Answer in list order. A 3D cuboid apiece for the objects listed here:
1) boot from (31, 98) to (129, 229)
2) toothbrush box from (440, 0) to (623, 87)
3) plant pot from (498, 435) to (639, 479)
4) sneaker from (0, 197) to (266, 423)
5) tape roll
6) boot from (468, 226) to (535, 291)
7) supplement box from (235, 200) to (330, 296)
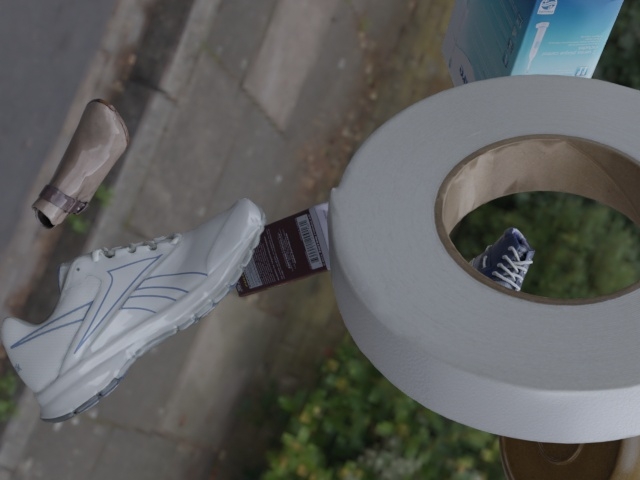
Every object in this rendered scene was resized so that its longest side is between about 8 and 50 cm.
[{"bbox_3d":[-0.192,-0.054,1.158,0.087,0.042,0.118,-52,171,-20],"label":"boot"},{"bbox_3d":[0.272,-0.287,1.957,0.295,0.126,0.216,105,-24,-47],"label":"toothbrush box"},{"bbox_3d":[0.260,0.197,1.554,0.032,0.236,0.236,9,107,-32],"label":"plant pot"},{"bbox_3d":[-0.182,0.049,1.449,0.297,0.129,0.111,-38,-177,-7],"label":"sneaker"},{"bbox_3d":[0.200,0.002,1.283,0.072,0.392,0.392,89,26,-46],"label":"tape roll"},{"bbox_3d":[0.227,0.042,1.851,0.086,0.069,0.190,-49,-167,15],"label":"boot"},{"bbox_3d":[0.000,0.000,1.659,0.130,0.073,0.239,-17,180,-29],"label":"supplement box"}]
